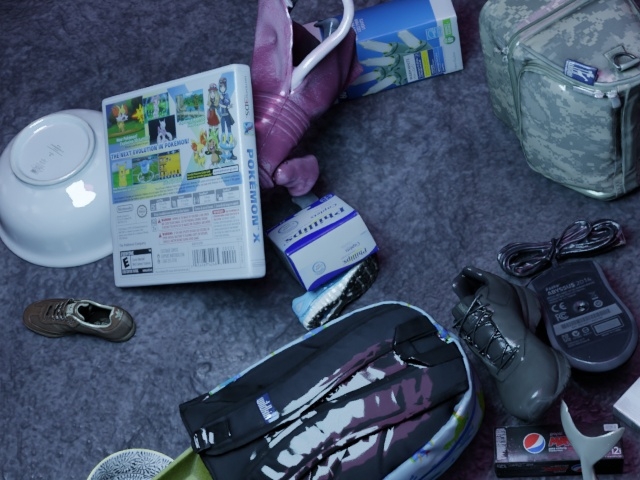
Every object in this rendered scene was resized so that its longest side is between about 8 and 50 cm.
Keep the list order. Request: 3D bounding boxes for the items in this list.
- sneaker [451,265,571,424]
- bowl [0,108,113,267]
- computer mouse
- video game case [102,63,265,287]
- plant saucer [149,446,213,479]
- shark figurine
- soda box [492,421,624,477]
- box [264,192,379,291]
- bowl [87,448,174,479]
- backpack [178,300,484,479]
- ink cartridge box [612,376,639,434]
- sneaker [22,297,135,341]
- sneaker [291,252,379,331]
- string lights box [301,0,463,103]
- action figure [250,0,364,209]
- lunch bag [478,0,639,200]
[{"bbox_3d":[0.236,0.134,1.571,0.109,0.130,0.286,-52,22,18],"label":"sneaker"},{"bbox_3d":[-0.417,-0.114,1.952,0.297,0.134,0.298,-6,56,9],"label":"bowl"},{"bbox_3d":[0.372,0.095,1.689,0.188,0.072,0.272,-16,44,5],"label":"computer mouse"},{"bbox_3d":[-0.210,-0.086,1.767,0.329,0.036,0.300,-6,88,46],"label":"video game case"},{"bbox_3d":[-0.167,0.391,1.567,0.188,0.045,0.188,48,48,8],"label":"plant saucer"},{"bbox_3d":[0.386,0.322,1.499,0.166,0.278,0.116,-59,19,7],"label":"shark figurine"},{"bbox_3d":[0.315,0.278,1.582,0.168,0.060,0.053,-3,58,9],"label":"soda box"},{"bbox_3d":[0.000,0.000,1.787,0.126,0.072,0.137,-31,22,-8],"label":"box"},{"bbox_3d":[-0.251,0.377,1.615,0.170,0.080,0.170,16,50,-20],"label":"bowl"},{"bbox_3d":[0.043,0.239,1.575,0.355,0.273,0.290,-43,54,7],"label":"backpack"},{"bbox_3d":[0.457,0.209,1.615,0.115,0.029,0.063,-42,58,-16],"label":"ink cartridge box"},{"bbox_3d":[-0.378,0.110,1.835,0.188,0.071,0.066,4,59,14],"label":"sneaker"},{"bbox_3d":[0.019,0.060,1.787,0.162,0.063,0.073,-41,55,-15],"label":"sneaker"},{"bbox_3d":[0.097,-0.317,1.968,0.259,0.133,0.077,-15,55,3],"label":"string lights box"},{"bbox_3d":[-0.052,-0.183,1.770,0.248,0.275,0.370,27,75,-13],"label":"action figure"},{"bbox_3d":[0.384,-0.228,1.746,0.212,0.305,0.256,-29,55,-6],"label":"lunch bag"}]
